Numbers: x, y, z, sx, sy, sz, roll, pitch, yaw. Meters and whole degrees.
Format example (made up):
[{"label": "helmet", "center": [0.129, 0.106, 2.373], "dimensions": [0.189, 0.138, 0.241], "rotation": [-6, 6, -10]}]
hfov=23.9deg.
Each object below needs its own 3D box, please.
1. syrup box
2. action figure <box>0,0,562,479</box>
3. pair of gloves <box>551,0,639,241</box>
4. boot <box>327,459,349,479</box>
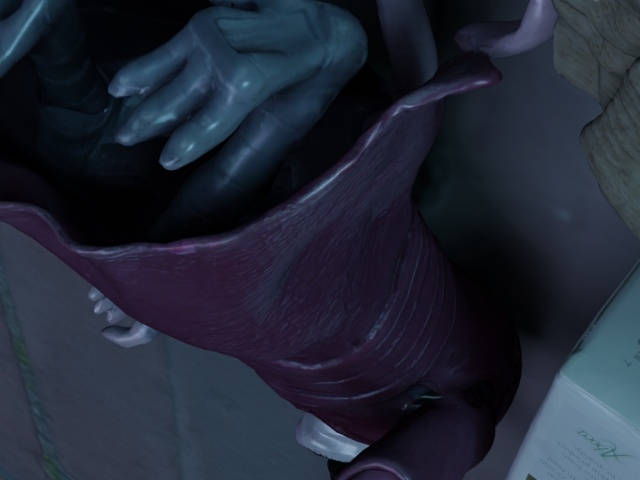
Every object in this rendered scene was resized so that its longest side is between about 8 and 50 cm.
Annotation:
[{"label": "syrup box", "center": [0.132, 0.099, 0.613], "dimensions": [0.096, 0.093, 0.237], "rotation": [36, 153, 15]}, {"label": "action figure", "center": [0.000, 0.000, 0.624], "dimensions": [0.370, 0.276, 0.248], "rotation": [46, -169, -48]}, {"label": "pair of gloves", "center": [0.121, -0.038, 0.301], "dimensions": [0.204, 0.042, 0.240], "rotation": [45, 162, 22]}, {"label": "boot", "center": [0.055, 0.177, 0.889], "dimensions": [0.121, 0.045, 0.099], "rotation": [29, 149, 42]}]
